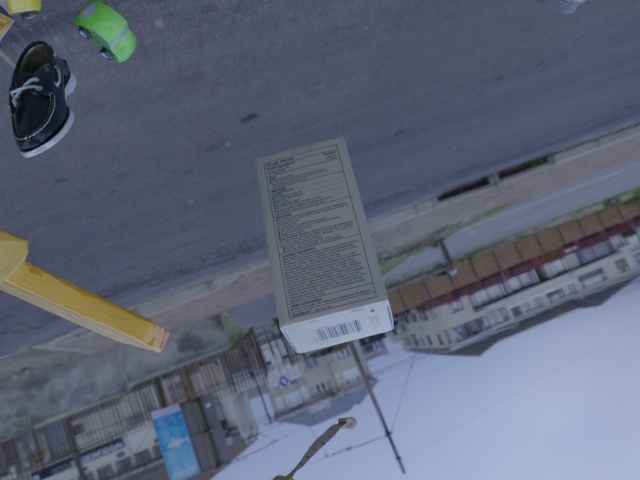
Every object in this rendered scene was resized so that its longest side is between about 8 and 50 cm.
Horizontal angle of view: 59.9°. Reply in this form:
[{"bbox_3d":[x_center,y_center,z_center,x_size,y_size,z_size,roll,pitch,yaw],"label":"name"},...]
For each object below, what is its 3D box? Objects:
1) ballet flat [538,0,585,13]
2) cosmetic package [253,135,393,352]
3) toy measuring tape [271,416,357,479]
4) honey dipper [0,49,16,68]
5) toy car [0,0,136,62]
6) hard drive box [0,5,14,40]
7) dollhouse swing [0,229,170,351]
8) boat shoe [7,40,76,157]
[{"bbox_3d":[0.135,-0.279,0.440,0.084,0.250,0.058,-17,153,-31],"label":"ballet flat"},{"bbox_3d":[0.000,0.000,0.875,0.160,0.310,0.113,-14,147,4],"label":"cosmetic package"},{"bbox_3d":[-0.036,0.430,0.888,0.330,0.121,0.121,-36,180,-31],"label":"toy measuring tape"},{"bbox_3d":[-0.657,-0.384,1.142,0.030,0.031,0.161,-24,133,19],"label":"honey dipper"},{"bbox_3d":[-0.361,-0.362,0.828,0.053,0.239,0.225,15,159,47],"label":"toy car"},{"bbox_3d":[-0.503,-0.218,0.627,0.232,0.089,0.181,-49,162,10],"label":"hard drive box"},{"bbox_3d":[-0.423,0.135,0.667,0.346,0.305,0.315,-9,-142,55],"label":"dollhouse swing"},{"bbox_3d":[-0.509,-0.259,0.991,0.114,0.303,0.091,-25,134,-2],"label":"boat shoe"}]
